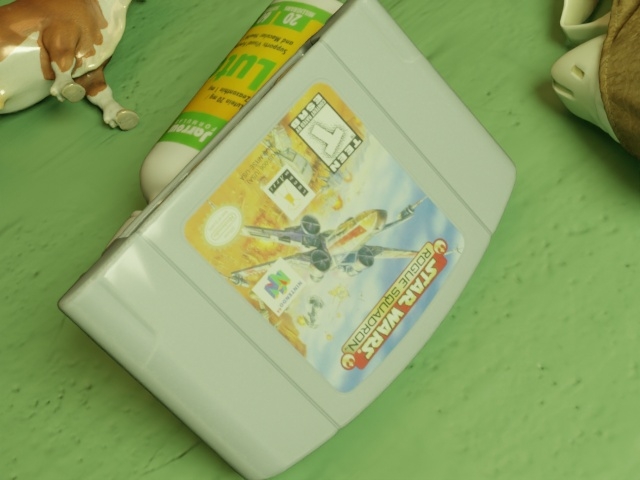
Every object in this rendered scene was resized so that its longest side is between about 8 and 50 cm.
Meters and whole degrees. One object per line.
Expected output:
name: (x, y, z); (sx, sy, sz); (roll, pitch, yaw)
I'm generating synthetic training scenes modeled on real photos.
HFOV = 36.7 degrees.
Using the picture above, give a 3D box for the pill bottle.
pill bottle: (-0.049, -0.057, 0.729); (0.136, 0.136, 0.246); (22, 66, 31)

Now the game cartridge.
game cartridge: (0.000, 0.000, 0.643); (0.297, 0.198, 0.062); (-50, 13, -18)

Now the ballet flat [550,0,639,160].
ballet flat: (0.240, -0.163, 0.730); (0.124, 0.116, 0.342); (-13, 50, 36)

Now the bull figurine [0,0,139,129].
bull figurine: (-0.275, -0.170, 0.912); (0.310, 0.101, 0.188); (-25, 54, 1)
